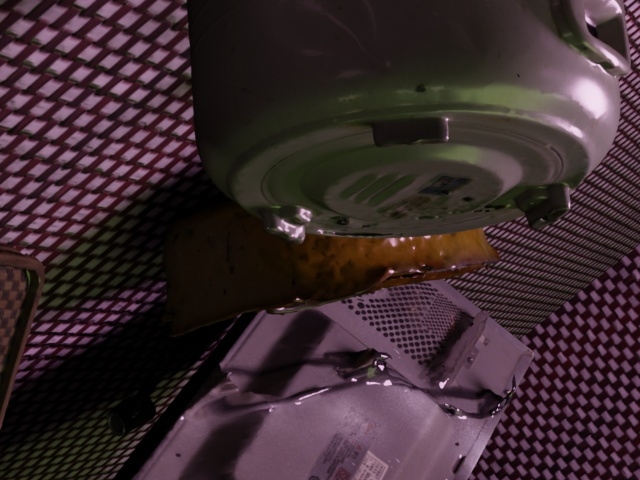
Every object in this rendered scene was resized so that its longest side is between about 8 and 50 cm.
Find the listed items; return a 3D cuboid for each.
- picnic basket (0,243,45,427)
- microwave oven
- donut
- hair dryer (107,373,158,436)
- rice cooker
[{"bbox_3d":[-0.261,0.096,0.998,0.165,0.139,0.266,10,97,-72],"label":"picnic basket"},{"bbox_3d":[-0.043,0.227,1.742,0.374,0.236,0.432,-49,-176,42],"label":"microwave oven"},{"bbox_3d":[0.000,0.000,1.520,0.272,0.107,0.272,-14,179,0],"label":"donut"},{"bbox_3d":[-0.176,0.155,1.932,0.047,0.026,0.083,-28,157,-42],"label":"hair dryer"},{"bbox_3d":[0.042,-0.130,0.997,0.226,0.244,0.226,-5,159,-2],"label":"rice cooker"}]
